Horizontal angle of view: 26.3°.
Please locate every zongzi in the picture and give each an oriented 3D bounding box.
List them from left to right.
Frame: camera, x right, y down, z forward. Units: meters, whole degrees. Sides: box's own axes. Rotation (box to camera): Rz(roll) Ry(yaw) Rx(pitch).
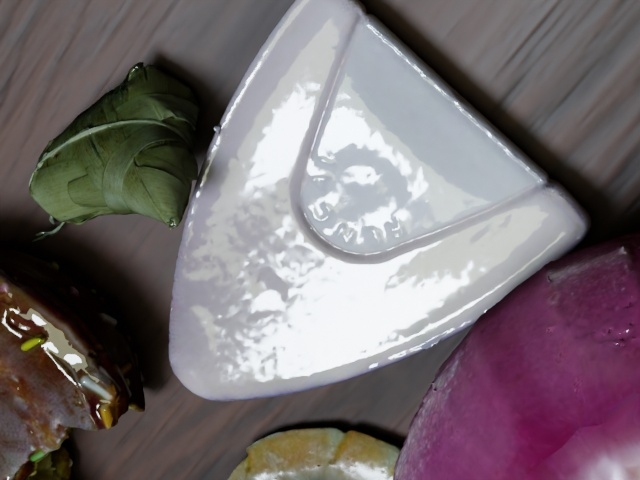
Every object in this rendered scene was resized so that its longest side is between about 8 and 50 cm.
[{"bbox_3d":[-0.134,-0.017,0.791,0.154,0.130,0.062,-35,131,26],"label":"zongzi"}]

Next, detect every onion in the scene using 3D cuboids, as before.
[{"bbox_3d":[0.200,0.159,0.677,0.358,0.345,0.358,-6,77,25],"label":"onion"}]

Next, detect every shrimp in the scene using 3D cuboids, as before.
[{"bbox_3d":[-0.012,0.251,0.909,0.169,0.058,0.296,25,112,13],"label":"shrimp"}]

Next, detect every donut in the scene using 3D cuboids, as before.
[{"bbox_3d":[-0.222,0.104,0.880,0.216,0.096,0.230,20,115,10],"label":"donut"}]

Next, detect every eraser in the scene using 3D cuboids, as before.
[{"bbox_3d":[0.000,-0.001,0.795,0.204,0.059,0.243,43,113,-4],"label":"eraser"}]
